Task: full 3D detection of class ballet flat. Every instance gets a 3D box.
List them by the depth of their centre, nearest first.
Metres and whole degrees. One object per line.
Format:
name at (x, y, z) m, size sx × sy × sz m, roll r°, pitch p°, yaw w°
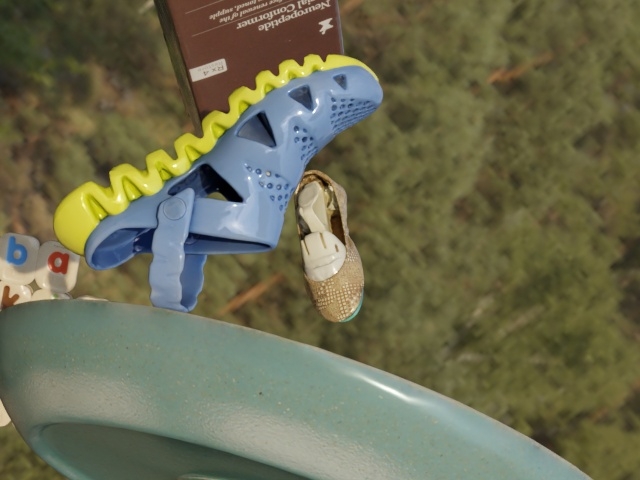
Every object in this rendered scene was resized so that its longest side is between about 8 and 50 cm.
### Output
ballet flat at (0.000, 0.000, 1.461) m, size 0.067 × 0.073 × 0.206 m, roll 51°, pitch 18°, yaw -40°

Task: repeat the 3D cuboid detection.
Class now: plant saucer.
plant saucer at (-0.014, 0.117, 0.633) m, size 0.318 × 0.043 × 0.317 m, roll 17°, pitch -22°, yaw 7°

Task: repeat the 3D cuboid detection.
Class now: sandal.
sandal at (-0.073, -0.044, 1.191) m, size 0.138 × 0.317 × 0.126 m, roll 56°, pitch 2°, yaw 19°

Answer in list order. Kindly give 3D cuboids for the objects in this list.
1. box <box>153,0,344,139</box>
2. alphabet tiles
box at (-0.084, -0.250, 1.541) m, size 0.381 × 0.191 × 0.143 m, roll 79°, pitch -12°, yaw -62°
alphabet tiles at (-0.436, 0.124, 1.855) m, size 0.284 × 0.277 × 0.021 m, roll 11°, pitch 11°, yaw 2°
